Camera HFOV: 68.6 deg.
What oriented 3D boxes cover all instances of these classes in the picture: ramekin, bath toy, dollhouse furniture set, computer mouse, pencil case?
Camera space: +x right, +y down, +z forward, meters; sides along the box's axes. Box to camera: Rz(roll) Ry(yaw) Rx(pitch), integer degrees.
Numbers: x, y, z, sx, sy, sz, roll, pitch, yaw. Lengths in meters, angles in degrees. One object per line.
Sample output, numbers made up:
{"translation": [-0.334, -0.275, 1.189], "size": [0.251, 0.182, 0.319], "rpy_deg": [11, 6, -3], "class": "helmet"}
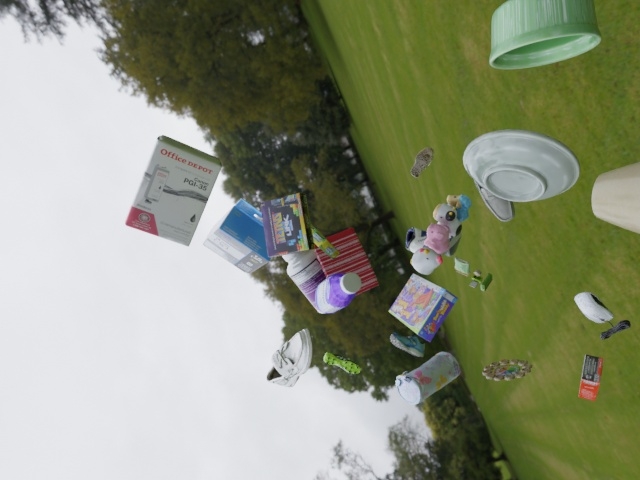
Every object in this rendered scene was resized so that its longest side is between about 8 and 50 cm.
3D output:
{"translation": [0.657, -0.630, 1.396], "size": [0.303, 0.303, 0.149], "rpy_deg": [-49, -47, -84], "class": "ramekin"}
{"translation": [0.466, -0.024, 1.802], "size": [0.151, 0.348, 0.129], "rpy_deg": [44, 153, -16], "class": "bath toy"}
{"translation": [0.540, 0.126, 1.701], "size": [0.151, 0.058, 0.076], "rpy_deg": [27, 154, 37], "class": "dollhouse furniture set"}
{"translation": [0.897, 0.243, 1.513], "size": [0.193, 0.106, 0.042], "rpy_deg": [40, -135, -7], "class": "computer mouse"}
{"translation": [0.411, 0.521, 1.792], "size": [0.124, 0.273, 0.114], "rpy_deg": [15, 114, 49], "class": "pencil case"}

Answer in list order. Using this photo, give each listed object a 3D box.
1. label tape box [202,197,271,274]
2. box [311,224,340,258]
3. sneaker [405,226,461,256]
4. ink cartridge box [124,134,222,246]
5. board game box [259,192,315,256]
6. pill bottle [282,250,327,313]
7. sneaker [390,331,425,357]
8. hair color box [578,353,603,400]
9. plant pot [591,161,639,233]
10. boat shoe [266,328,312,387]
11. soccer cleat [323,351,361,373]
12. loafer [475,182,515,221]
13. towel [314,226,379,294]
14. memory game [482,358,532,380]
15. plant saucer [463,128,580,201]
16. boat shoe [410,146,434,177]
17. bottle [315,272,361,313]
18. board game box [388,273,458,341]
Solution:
{"translation": [-0.306, -0.004, 1.886], "size": [0.240, 0.333, 0.106], "rpy_deg": [35, -122, -16], "class": "label tape box"}
{"translation": [0.000, 0.000, 1.715], "size": [0.105, 0.043, 0.179], "rpy_deg": [45, 179, 30], "class": "box"}
{"translation": [0.486, -0.002, 2.085], "size": [0.182, 0.315, 0.128], "rpy_deg": [30, 118, 34], "class": "sneaker"}
{"translation": [-0.453, -0.154, 1.455], "size": [0.207, 0.283, 0.117], "rpy_deg": [21, -168, -20], "class": "ink cartridge box"}
{"translation": [-0.100, -0.044, 1.404], "size": [0.048, 0.140, 0.171], "rpy_deg": [1, -103, -67], "class": "board game box"}
{"translation": [-0.026, 0.159, 2.127], "size": [0.323, 0.181, 0.181], "rpy_deg": [52, -173, -7], "class": "pill bottle"}
{"translation": [0.337, 0.388, 1.807], "size": [0.162, 0.073, 0.063], "rpy_deg": [31, 163, -22], "class": "sneaker"}
{"translation": [0.707, 0.361, 1.229], "size": [0.072, 0.043, 0.141], "rpy_deg": [-65, -35, -25], "class": "hair color box"}
{"translation": [0.882, -0.112, 1.229], "size": [0.273, 0.256, 0.257], "rpy_deg": [8, 130, 51], "class": "plant pot"}
{"translation": [-0.098, 0.359, 1.395], "size": [0.098, 0.096, 0.277], "rpy_deg": [-106, 29, -42], "class": "boat shoe"}
{"translation": [0.102, 0.555, 2.149], "size": [0.072, 0.178, 0.060], "rpy_deg": [-70, 0, -74], "class": "soccer cleat"}
{"translation": [0.729, -0.221, 2.012], "size": [0.320, 0.112, 0.111], "rpy_deg": [60, -151, 4], "class": "loafer"}
{"translation": [0.103, 0.098, 1.961], "size": [0.031, 0.198, 0.275], "rpy_deg": [123, 124, -75], "class": "towel"}
{"translation": [0.716, 0.494, 1.803], "size": [0.186, 0.186, 0.012], "rpy_deg": [-57, -49, -84], "class": "memory game"}
{"translation": [0.708, -0.237, 1.695], "size": [0.101, 0.400, 0.400], "rpy_deg": [-67, -25, -20], "class": "plant saucer"}
{"translation": [0.393, -0.302, 1.781], "size": [0.056, 0.048, 0.153], "rpy_deg": [41, 147, 16], "class": "boat shoe"}
{"translation": [0.059, 0.174, 1.605], "size": [0.283, 0.092, 0.118], "rpy_deg": [135, 138, -66], "class": "bottle"}
{"translation": [0.476, 0.307, 2.217], "size": [0.078, 0.233, 0.347], "rpy_deg": [33, 179, -15], "class": "board game box"}
